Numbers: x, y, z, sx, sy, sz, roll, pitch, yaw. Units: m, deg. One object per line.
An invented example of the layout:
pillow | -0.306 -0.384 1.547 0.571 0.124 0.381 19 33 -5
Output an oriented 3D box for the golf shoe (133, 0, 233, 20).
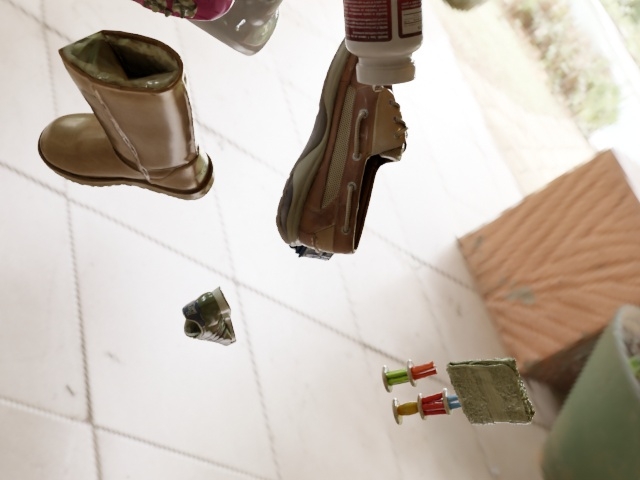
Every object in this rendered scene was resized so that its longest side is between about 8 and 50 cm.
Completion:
golf shoe | -0.205 -0.342 1.103 0.306 0.115 0.140 33 53 -3

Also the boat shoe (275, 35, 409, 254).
boat shoe | 0.054 -0.133 1.326 0.116 0.324 0.123 22 5 15

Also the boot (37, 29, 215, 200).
boot | -0.237 -0.146 1.207 0.269 0.236 0.089 78 23 -69

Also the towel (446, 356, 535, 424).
towel | 0.251 0.226 1.611 0.027 0.110 0.148 -73 148 -43

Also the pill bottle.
pill bottle | 0.066 -0.244 1.144 0.086 0.086 0.152 -53 142 -66

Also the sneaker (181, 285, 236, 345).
sneaker | -0.202 0.145 1.918 0.064 0.086 0.192 61 -13 24

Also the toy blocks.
toy blocks | 0.200 0.275 2.028 0.054 0.148 0.123 -59 133 -69

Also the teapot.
teapot | -0.158 -0.433 1.762 0.256 0.187 0.252 32 8 -5

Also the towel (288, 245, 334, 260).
towel | 0.000 0.000 1.730 0.029 0.067 0.119 41 13 25
